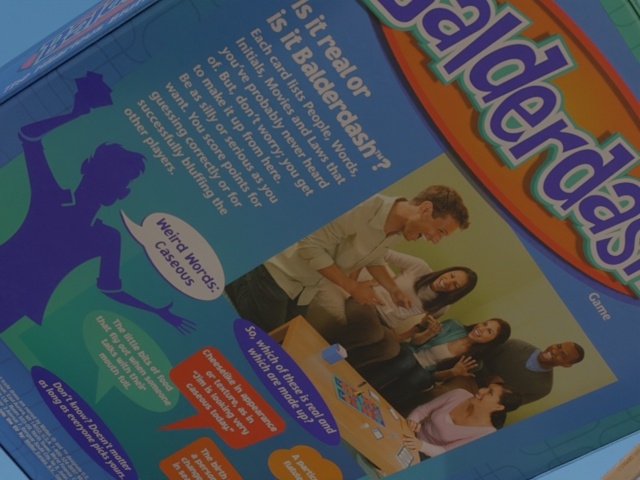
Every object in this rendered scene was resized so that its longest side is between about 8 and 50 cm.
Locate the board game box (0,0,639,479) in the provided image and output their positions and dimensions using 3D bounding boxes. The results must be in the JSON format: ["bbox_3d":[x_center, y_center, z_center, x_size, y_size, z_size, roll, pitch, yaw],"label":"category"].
[{"bbox_3d":[0.000,0.000,0.401,0.210,0.047,0.160,-28,-69,24],"label":"board game box"}]

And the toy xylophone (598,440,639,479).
[{"bbox_3d":[0.226,0.138,0.742,0.236,0.081,0.322,22,-68,-45],"label":"toy xylophone"}]
